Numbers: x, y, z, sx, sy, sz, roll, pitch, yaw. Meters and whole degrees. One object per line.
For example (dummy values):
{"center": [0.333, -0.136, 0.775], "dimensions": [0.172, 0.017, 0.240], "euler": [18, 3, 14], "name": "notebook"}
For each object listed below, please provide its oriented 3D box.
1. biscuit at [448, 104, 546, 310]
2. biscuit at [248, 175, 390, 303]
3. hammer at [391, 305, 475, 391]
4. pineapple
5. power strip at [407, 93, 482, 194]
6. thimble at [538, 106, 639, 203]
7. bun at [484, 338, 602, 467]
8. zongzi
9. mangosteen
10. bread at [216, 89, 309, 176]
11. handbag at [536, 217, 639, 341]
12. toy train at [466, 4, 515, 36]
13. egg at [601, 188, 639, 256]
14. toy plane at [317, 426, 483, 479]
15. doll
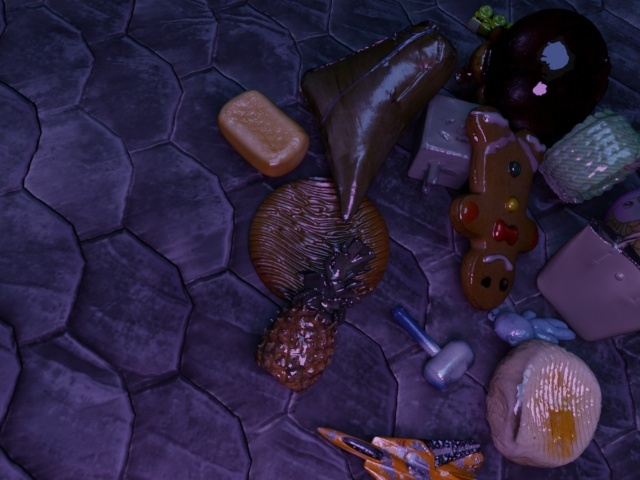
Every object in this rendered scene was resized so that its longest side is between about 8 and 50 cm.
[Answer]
{"center": [0.399, -0.059, 1.186], "dimensions": [0.283, 0.064, 0.432], "euler": [17, 80, -33], "name": "biscuit"}
{"center": [0.000, 0.000, 1.199], "dimensions": [0.317, 0.040, 0.318], "euler": [3, 67, -7], "name": "biscuit"}
{"center": [0.222, 0.210, 1.130], "dimensions": [0.116, 0.069, 0.194], "euler": [-38, 72, -19], "name": "hammer"}
{"center": [-0.004, 0.133, 1.054], "dimensions": [0.141, 0.170, 0.310], "euler": [23, 76, 47], "name": "pineapple"}
{"center": [0.290, -0.207, 1.269], "dimensions": [0.140, 0.139, 0.224], "euler": [15, 66, -2], "name": "power strip"}
{"center": [0.634, -0.192, 1.275], "dimensions": [0.219, 0.219, 0.150], "euler": [-24, 71, -16], "name": "thimble"}
{"center": [0.417, 0.309, 1.063], "dimensions": [0.243, 0.153, 0.244], "euler": [1, 88, -22], "name": "bun"}
{"center": [0.159, -0.267, 1.194], "dimensions": [0.356, 0.174, 0.393], "euler": [-22, 63, 19], "name": "zongzi"}
{"center": [0.502, -0.398, 1.310], "dimensions": [0.347, 0.307, 0.307], "euler": [15, 62, 32], "name": "mangosteen"}
{"center": [-0.132, -0.240, 1.248], "dimensions": [0.147, 0.098, 0.217], "euler": [-38, 75, -19], "name": "bread"}
{"center": [0.584, 0.082, 1.094], "dimensions": [0.109, 0.315, 0.241], "euler": [-35, 75, -17], "name": "handbag"}
{"center": [0.528, -0.556, 1.495], "dimensions": [0.249, 0.053, 0.085], "euler": [35, 76, 7], "name": "toy train"}
{"center": [0.725, 0.013, 1.209], "dimensions": [0.196, 0.196, 0.271], "euler": [9, 68, -4], "name": "egg"}
{"center": [0.138, 0.422, 1.016], "dimensions": [0.316, 0.103, 0.204], "euler": [21, 64, 9], "name": "toy plane"}
{"center": [0.451, 0.200, 1.167], "dimensions": [0.179, 0.120, 0.075], "euler": [13, 111, -17], "name": "doll"}
